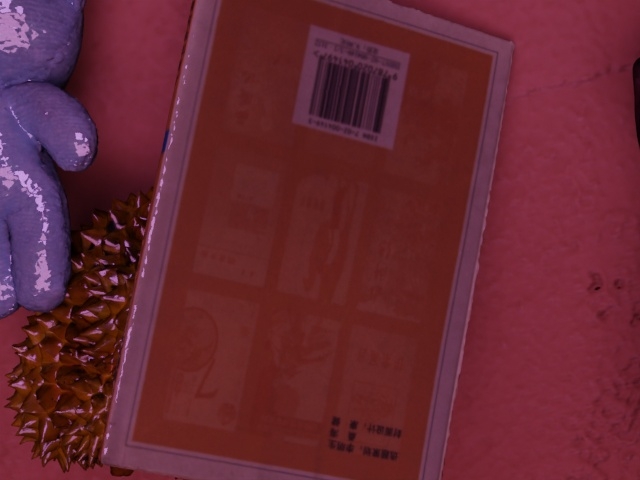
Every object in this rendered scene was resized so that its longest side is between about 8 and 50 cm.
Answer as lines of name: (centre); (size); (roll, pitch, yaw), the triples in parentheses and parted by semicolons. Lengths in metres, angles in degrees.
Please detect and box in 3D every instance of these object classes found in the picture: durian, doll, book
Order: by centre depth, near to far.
book: (0.000, 0.000, 0.689); (0.170, 0.018, 0.242); (14, 82, -22)
doll: (-0.149, -0.056, 0.709); (0.120, 0.075, 0.180); (-9, 97, 18)
durian: (-0.070, 0.053, 0.742); (0.158, 0.137, 0.168); (21, 100, -21)

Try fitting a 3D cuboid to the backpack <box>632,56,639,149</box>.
backpack: (0.318, 0.020, 0.684); (0.317, 0.197, 0.283); (-8, 113, 3)
